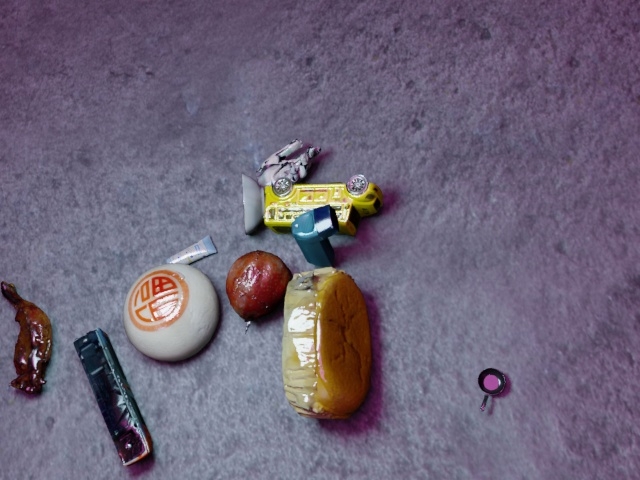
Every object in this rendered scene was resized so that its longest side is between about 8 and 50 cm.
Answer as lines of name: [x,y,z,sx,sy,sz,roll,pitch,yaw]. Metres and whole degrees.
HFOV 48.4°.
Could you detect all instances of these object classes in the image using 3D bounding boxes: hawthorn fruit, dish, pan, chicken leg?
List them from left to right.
chicken leg: [-0.865,0.266,2.104,0.158,0.096,0.407,-39,58,15]
dish: [-0.193,-0.106,2.082,0.066,0.190,0.190,-4,62,-6]
hawthorn fruit: [-0.178,0.141,1.948,0.181,0.181,0.235,11,68,18]
pan: [0.419,0.374,1.771,0.068,0.023,0.115,18,67,20]

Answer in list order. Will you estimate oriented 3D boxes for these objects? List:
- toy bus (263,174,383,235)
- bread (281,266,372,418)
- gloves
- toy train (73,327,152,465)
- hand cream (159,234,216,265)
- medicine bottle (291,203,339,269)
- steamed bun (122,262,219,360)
toy bus: [0.010,-0.094,2.035,0.330,0.144,0.152,0,73,17]
bread: [0.021,0.260,1.823,0.183,0.236,0.388,-10,70,27]
gloves: [-0.088,-0.220,2.144,0.212,0.111,0.127,-21,37,6]
toy train: [-0.561,0.428,1.947,0.086,0.089,0.409,-31,62,-5]
hand cream: [-0.397,0.048,2.121,0.171,0.043,0.065,-27,67,-6]
medicine bottle: [0.000,0.000,1.925,0.124,0.258,0.079,-13,62,4]
steamed bun: [-0.426,0.188,1.981,0.283,0.177,0.283,-6,63,11]
